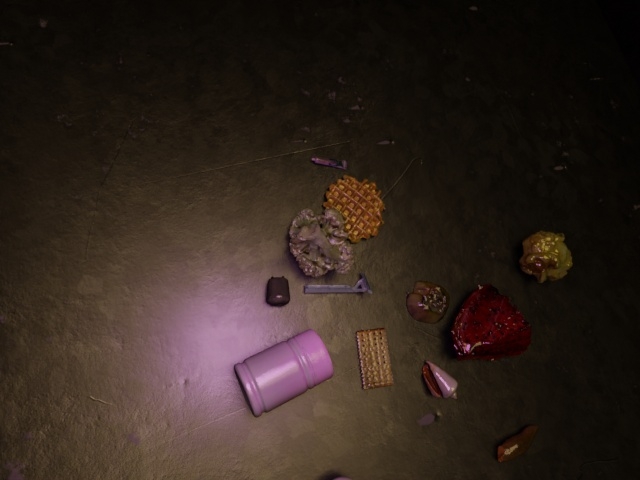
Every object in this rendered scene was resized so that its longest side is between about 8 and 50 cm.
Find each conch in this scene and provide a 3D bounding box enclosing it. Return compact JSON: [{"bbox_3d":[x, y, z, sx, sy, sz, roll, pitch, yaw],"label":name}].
[{"bbox_3d":[0.489,0.578,1.755,0.176,0.094,0.104,47,107,7],"label":"conch"}]

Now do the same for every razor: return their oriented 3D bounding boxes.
[{"bbox_3d":[0.070,0.196,1.782,0.277,0.056,0.111,-4,37,-10],"label":"razor"}]

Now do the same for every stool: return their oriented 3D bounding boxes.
[{"bbox_3d":[-0.168,0.201,1.691,0.096,0.096,0.110,3,67,-14],"label":"stool"}]

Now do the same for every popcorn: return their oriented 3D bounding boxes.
[{"bbox_3d":[1.067,0.070,2.020,0.255,0.195,0.256,-41,106,-17],"label":"popcorn"}]

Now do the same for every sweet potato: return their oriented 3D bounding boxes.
[{"bbox_3d":[0.832,0.837,1.777,0.243,0.077,0.077,-23,80,-19],"label":"sweet potato"}]

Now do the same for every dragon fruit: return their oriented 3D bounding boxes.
[{"bbox_3d":[0.698,0.395,1.875,0.329,0.228,0.286,-30,50,-2],"label":"dragon fruit"}]

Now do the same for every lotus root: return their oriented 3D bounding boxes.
[{"bbox_3d":[0.480,0.262,1.859,0.203,0.078,0.184,10,70,-10],"label":"lotus root"}]

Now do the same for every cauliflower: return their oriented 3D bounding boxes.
[{"bbox_3d":[0.010,-0.006,1.701,0.327,0.281,0.260,41,64,10],"label":"cauliflower"}]

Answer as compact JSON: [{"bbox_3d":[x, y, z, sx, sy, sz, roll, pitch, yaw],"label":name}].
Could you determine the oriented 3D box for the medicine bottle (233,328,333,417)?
[{"bbox_3d":[-0.133,0.476,1.555,0.315,0.202,0.202,-21,80,-20],"label":"medicine bottle"}]

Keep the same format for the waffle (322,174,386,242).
[{"bbox_3d":[0.157,-0.140,1.902,0.328,0.062,0.330,5,71,-14],"label":"waffle"}]

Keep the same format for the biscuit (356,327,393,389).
[{"bbox_3d":[0.219,0.480,1.750,0.138,0.016,0.232,-3,74,-17],"label":"biscuit"}]

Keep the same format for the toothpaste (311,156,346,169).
[{"bbox_3d":[0.041,-0.357,1.954,0.169,0.028,0.045,7,78,-17],"label":"toothpaste"}]

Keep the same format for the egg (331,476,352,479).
[{"bbox_3d":[0.062,0.939,1.493,0.151,0.151,0.209,28,72,-6],"label":"egg"}]
